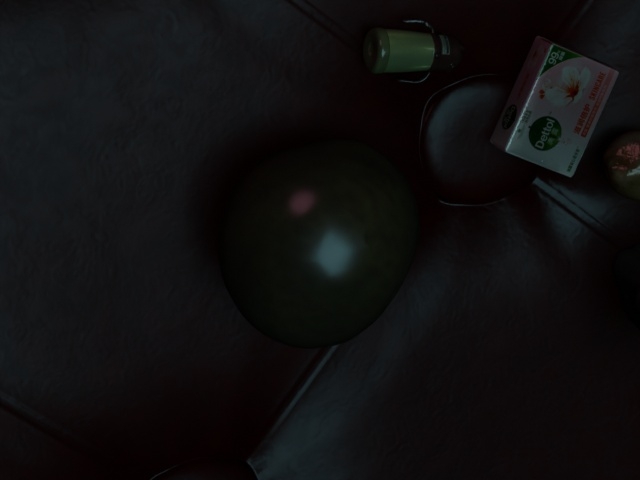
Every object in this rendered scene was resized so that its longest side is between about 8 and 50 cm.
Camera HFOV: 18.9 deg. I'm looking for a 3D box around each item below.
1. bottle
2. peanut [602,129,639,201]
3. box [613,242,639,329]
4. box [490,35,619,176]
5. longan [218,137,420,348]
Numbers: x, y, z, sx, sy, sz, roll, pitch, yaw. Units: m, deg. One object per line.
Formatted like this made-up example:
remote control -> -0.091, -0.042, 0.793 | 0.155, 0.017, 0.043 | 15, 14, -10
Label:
bottle -> 0.095, -0.190, 1.948 | 0.101, 0.047, 0.063 | -1, 135, -22
peanut -> 0.367, -0.076, 2.054 | 0.152, 0.076, 0.076 | 7, 105, -25
box -> 0.446, 0.045, 2.060 | 0.274, 0.178, 0.138 | -24, 112, -9
box -> 0.244, -0.139, 2.010 | 0.089, 0.043, 0.125 | 18, 100, -22
longan -> 0.000, 0.000, 1.900 | 0.212, 0.198, 0.198 | -38, 114, -3
